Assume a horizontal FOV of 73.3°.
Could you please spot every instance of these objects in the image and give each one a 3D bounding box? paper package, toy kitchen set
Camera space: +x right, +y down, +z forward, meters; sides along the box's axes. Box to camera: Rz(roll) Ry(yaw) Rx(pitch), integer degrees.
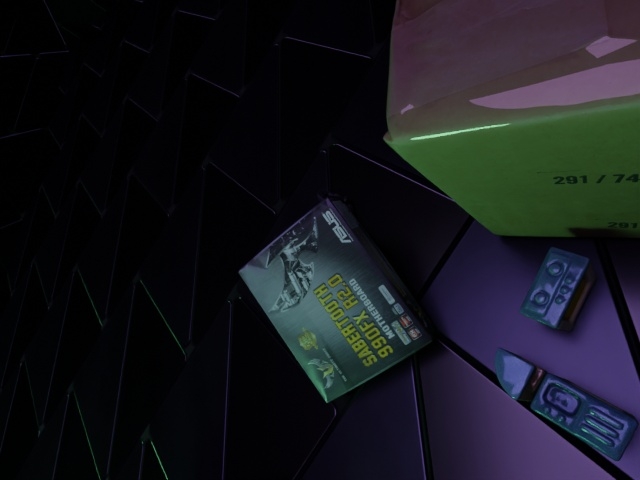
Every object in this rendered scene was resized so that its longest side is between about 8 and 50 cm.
[{"bbox_3d":[0.273,-0.116,0.380,0.324,0.309,0.168,0,75,40],"label":"paper package"},{"bbox_3d":[0.283,0.114,0.403,0.207,0.122,0.166,27,90,42],"label":"toy kitchen set"}]

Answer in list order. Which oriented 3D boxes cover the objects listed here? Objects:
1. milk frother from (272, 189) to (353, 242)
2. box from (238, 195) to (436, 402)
[{"bbox_3d":[0.000,0.000,0.715,0.134,0.129,0.143,-35,10,23],"label":"milk frother"},{"bbox_3d":[0.018,0.082,0.606,0.183,0.056,0.231,-37,83,21],"label":"box"}]
